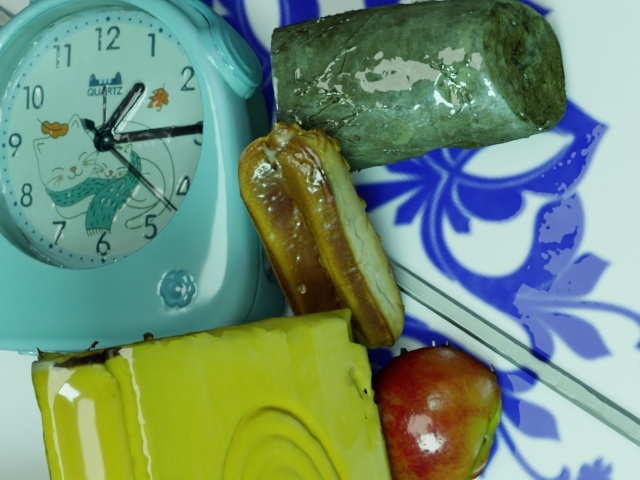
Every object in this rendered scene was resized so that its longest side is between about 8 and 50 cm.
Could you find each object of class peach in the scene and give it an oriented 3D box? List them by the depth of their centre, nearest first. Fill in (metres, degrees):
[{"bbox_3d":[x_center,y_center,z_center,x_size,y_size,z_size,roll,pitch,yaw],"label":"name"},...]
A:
[{"bbox_3d":[0.059,0.108,1.113,0.098,0.061,0.098,1,93,23],"label":"peach"}]

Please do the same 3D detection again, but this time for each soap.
[{"bbox_3d":[-0.038,0.202,1.040,0.096,0.204,0.324,-14,86,43],"label":"soap"}]

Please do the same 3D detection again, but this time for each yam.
[{"bbox_3d":[0.049,-0.095,1.113,0.183,0.107,0.107,-8,82,22],"label":"yam"}]

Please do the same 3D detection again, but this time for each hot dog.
[{"bbox_3d":[0.000,0.000,1.112,0.071,0.045,0.165,-3,127,27],"label":"hot dog"}]

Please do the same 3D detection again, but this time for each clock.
[{"bbox_3d":[-0.131,-0.060,1.201,0.224,0.094,0.274,0,83,24],"label":"clock"}]
